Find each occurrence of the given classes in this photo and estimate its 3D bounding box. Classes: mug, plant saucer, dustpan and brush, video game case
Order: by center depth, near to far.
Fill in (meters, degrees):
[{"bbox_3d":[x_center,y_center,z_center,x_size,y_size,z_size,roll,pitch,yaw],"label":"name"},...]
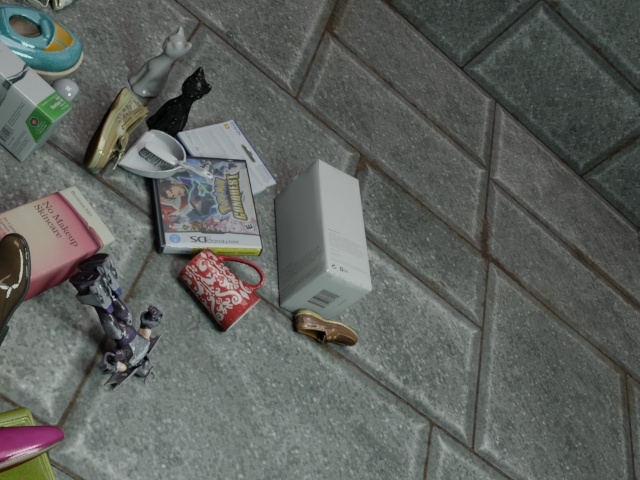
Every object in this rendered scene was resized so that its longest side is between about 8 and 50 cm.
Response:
[{"bbox_3d":[-0.540,0.379,1.522,0.188,0.045,0.188,-7,65,-49],"label":"plant saucer"},{"bbox_3d":[-0.222,0.100,2.046,0.169,0.113,0.150,46,48,1],"label":"mug"},{"bbox_3d":[-0.352,-0.187,2.123,0.211,0.060,0.147,30,49,0],"label":"dustpan and brush"},{"bbox_3d":[-0.278,-0.087,2.147,0.248,0.035,0.275,2,56,-23],"label":"video game case"}]

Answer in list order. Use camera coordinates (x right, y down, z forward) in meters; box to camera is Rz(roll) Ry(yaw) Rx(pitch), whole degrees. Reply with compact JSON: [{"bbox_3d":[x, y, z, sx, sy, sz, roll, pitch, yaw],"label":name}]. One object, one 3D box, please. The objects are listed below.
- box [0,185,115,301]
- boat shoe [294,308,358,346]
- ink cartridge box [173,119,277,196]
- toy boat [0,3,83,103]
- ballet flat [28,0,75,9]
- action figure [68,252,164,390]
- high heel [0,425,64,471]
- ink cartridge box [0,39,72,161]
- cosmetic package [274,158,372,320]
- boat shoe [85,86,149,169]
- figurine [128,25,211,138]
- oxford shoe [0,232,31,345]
[{"bbox_3d":[-0.550,0.010,1.762,0.149,0.127,0.232,52,37,3],"label":"box"},{"bbox_3d":[0.012,0.230,2.226,0.178,0.064,0.060,25,48,-21],"label":"boat shoe"},{"bbox_3d":[-0.248,-0.200,2.330,0.224,0.045,0.223,-24,77,-52],"label":"ink cartridge box"},{"bbox_3d":[-0.630,-0.407,2.021,0.267,0.148,0.318,-1,60,-47],"label":"toy boat"},{"bbox_3d":[-0.675,-0.606,2.231,0.188,0.070,0.070,0,59,-44],"label":"ballet flat"},{"bbox_3d":[-0.392,0.169,1.760,0.185,0.099,0.285,-65,139,-53],"label":"action figure"},{"bbox_3d":[-0.601,0.295,1.400,0.377,0.127,0.181,-9,74,-32],"label":"high heel"},{"bbox_3d":[-0.656,-0.295,1.894,0.208,0.153,0.087,44,36,-11],"label":"ink cartridge box"},{"bbox_3d":[0.000,0.000,2.298,0.155,0.197,0.366,25,45,-31],"label":"cosmetic package"},{"bbox_3d":[-0.470,-0.256,2.096,0.089,0.104,0.285,33,39,-19],"label":"boat shoe"},{"bbox_3d":[-0.367,-0.398,2.239,0.092,0.209,0.215,-5,62,-49],"label":"figurine"},{"bbox_3d":[-0.578,0.093,1.587,0.082,0.227,0.096,15,-7,10],"label":"oxford shoe"}]
